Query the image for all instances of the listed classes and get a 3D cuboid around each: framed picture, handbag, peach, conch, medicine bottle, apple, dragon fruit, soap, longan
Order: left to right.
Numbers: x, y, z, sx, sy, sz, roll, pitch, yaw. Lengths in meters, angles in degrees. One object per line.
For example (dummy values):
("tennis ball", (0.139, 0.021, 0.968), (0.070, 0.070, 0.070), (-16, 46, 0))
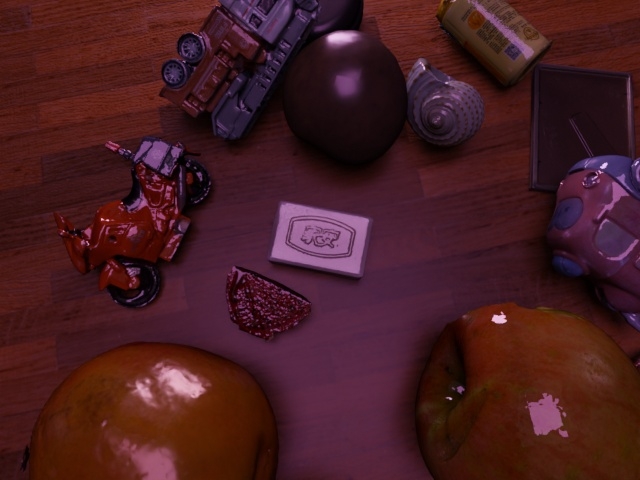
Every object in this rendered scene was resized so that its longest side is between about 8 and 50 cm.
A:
("peach", (-0.237, 0.323, 0.712), (0.373, 0.289, 0.372), (9, 37, -7))
("dragon fruit", (-0.105, 0.121, 0.886), (0.162, 0.083, 0.106), (25, 90, -3))
("handbag", (-0.057, -0.522, 1.032), (0.308, 0.093, 0.253), (26, 78, 6))
("soap", (0.000, 0.000, 0.919), (0.183, 0.064, 0.121), (10, 79, 3))
("longan", (0.046, -0.261, 0.910), (0.249, 0.248, 0.248), (0, 76, 0))
("conch", (0.235, -0.260, 0.949), (0.172, 0.200, 0.131), (32, 113, 8))
("medicine bottle", (0.350, -0.437, 0.999), (0.124, 0.124, 0.239), (-40, 79, -9))
("apple", (0.315, 0.259, 0.724), (0.340, 0.339, 0.339), (0, 76, 0))
("framed picture", (0.543, -0.229, 0.998), (0.214, 0.016, 0.288), (6, 76, 1))

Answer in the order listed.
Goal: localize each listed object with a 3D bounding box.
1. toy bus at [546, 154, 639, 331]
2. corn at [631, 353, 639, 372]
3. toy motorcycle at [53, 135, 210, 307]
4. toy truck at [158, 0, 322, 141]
("toy bus", (0.541, 0.000, 0.856), (0.294, 0.197, 0.231), (37, 91, 2))
("corn", (0.534, 0.274, 0.846), (0.237, 0.079, 0.079), (-34, 78, -10))
("toy motorcycle", (-0.356, -0.053, 0.901), (0.221, 0.148, 0.325), (27, 79, -16))
("toy truck", (-0.139, -0.366, 0.921), (0.184, 0.133, 0.338), (40, 106, -1))
